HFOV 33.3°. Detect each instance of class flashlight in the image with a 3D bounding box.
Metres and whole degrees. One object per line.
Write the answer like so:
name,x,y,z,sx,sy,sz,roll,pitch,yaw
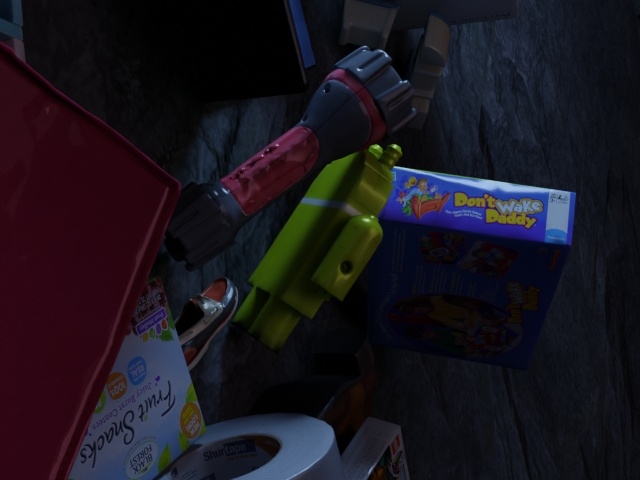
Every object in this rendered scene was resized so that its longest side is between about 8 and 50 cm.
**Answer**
flashlight,-0.039,-0.088,1.148,0.304,0.103,0.103,-37,123,-15

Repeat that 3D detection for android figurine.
android figurine,0.000,0.000,1.226,0.056,0.248,0.273,36,82,-16

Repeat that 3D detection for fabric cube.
fabric cube,-0.292,0.009,0.646,0.259,0.258,0.254,43,60,-48

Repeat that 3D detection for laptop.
laptop,-0.058,-0.370,1.212,0.236,0.408,0.382,-19,103,-25

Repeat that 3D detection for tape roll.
tape roll,-0.085,0.244,1.046,0.219,0.219,0.072,-32,111,-57

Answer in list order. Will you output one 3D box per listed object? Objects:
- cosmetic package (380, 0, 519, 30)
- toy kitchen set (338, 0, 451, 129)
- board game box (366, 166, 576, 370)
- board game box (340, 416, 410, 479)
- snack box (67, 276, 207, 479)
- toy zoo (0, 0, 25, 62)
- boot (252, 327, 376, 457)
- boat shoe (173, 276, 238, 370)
cosmetic package,0.166,-0.435,1.518,0.385,0.217,0.156,29,59,-72
toy kitchen set,0.103,-0.290,1.629,0.207,0.166,0.122,105,-2,-62
board game box,0.181,0.046,1.389,0.347,0.233,0.078,89,12,-59
board game box,0.057,0.397,1.339,0.193,0.053,0.305,-50,139,-41
snack box,-0.208,0.151,1.003,0.207,0.070,0.174,-34,113,-55
toy zoo,-0.312,-0.196,0.878,0.192,0.030,0.293,17,64,-69
boot,0.010,0.292,1.365,0.264,0.096,0.280,-52,136,-58
boat shoe,-0.134,0.084,1.168,0.043,0.049,0.137,61,42,-30
